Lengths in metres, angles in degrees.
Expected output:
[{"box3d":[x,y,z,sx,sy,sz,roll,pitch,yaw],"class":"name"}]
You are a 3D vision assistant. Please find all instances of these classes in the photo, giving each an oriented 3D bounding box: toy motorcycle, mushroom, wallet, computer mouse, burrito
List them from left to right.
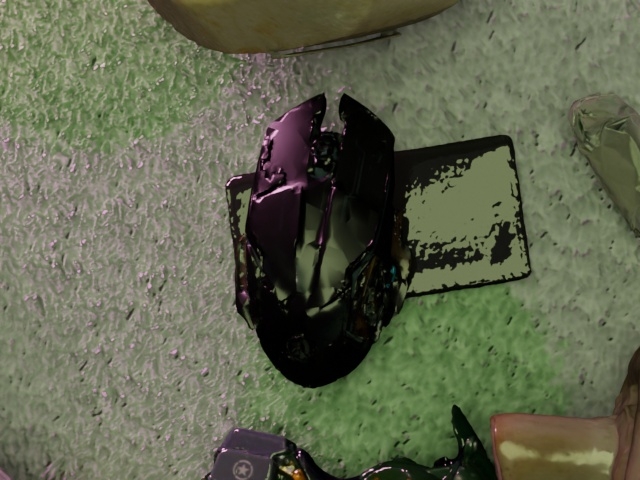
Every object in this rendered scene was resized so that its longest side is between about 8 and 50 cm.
[{"box3d":[0.000,0.000,1.293,0.146,0.077,0.241,4,86,7],"class":"computer mouse"},{"box3d":[0.035,0.209,1.276,0.275,0.125,0.187,12,77,11],"class":"toy motorcycle"},{"box3d":[0.047,-0.010,1.338,0.244,0.025,0.124,-9,85,8],"class":"wallet"},{"box3d":[0.232,0.167,1.214,0.215,0.207,0.207,5,87,2],"class":"mushroom"},{"box3d":[0.269,-0.034,1.301,0.064,0.064,0.203,-35,85,3],"class":"burrito"}]

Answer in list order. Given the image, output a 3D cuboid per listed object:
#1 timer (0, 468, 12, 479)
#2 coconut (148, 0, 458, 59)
[{"box3d":[-0.300,0.291,1.287,0.237,0.087,0.262,41,119,6],"class":"timer"},{"box3d":[-0.016,-0.288,1.241,0.323,0.323,0.323,0,86,6],"class":"coconut"}]
